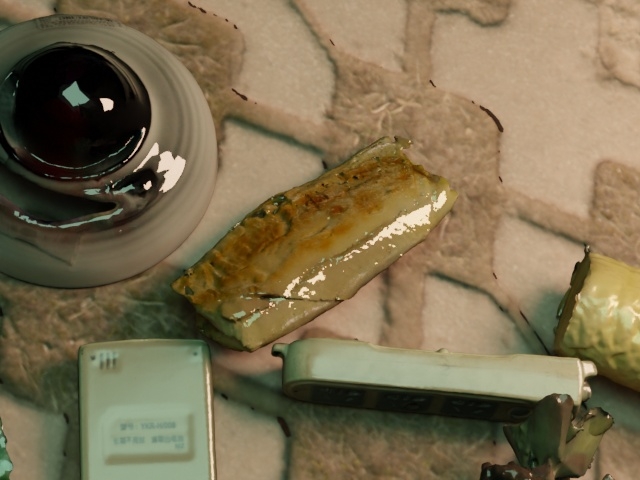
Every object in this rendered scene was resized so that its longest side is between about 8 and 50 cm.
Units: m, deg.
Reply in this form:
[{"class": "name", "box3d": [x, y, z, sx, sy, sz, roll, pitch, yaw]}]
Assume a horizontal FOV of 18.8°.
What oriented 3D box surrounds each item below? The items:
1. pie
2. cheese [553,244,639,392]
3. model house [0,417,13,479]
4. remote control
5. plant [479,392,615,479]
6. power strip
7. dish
[{"class": "pie", "box3d": [0.000, 0.000, 1.757, 0.282, 0.068, 0.128, -36, 53, -23]}, {"class": "cheese", "box3d": [0.299, 0.085, 1.743, 0.167, 0.094, 0.123, 21, 27, 1]}, {"class": "model house", "box3d": [-0.364, 0.188, 1.514, 0.241, 0.261, 0.226, -10, 66, -13]}, {"class": "remote control", "box3d": [-0.146, 0.222, 1.657, 0.123, 0.038, 0.285, -3, 67, -7]}, {"class": "plant", "box3d": [0.191, 0.237, 1.642, 0.131, 0.142, 0.203, 8, 72, 7]}, {"class": "power strip", "box3d": [0.097, 0.124, 1.709, 0.286, 0.080, 0.048, 7, 65, -3]}, {"class": "dish", "box3d": [-0.225, -0.106, 1.748, 0.273, 0.134, 0.273, 2, 65, -5]}]
